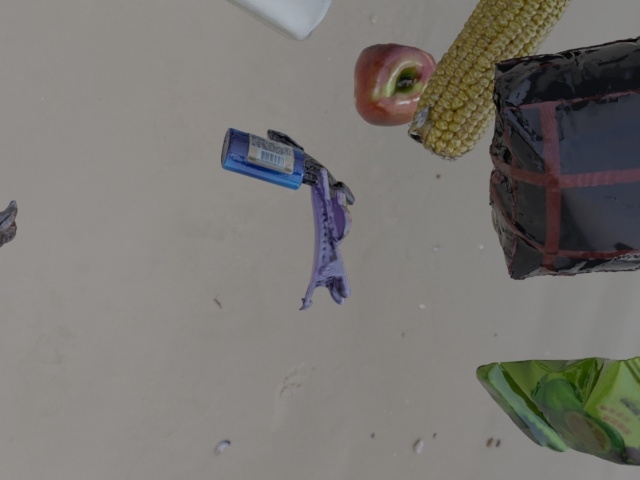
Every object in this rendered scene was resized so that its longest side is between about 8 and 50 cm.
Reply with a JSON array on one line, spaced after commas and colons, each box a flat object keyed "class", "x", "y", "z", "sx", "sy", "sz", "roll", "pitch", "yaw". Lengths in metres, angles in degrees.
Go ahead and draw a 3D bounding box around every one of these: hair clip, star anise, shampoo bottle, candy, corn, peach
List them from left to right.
[{"class": "star anise", "x": -0.392, "y": 0.002, "z": 0.577, "sx": 0.141, "sy": 0.141, "sz": 0.042, "roll": -33, "pitch": 93, "yaw": -17}, {"class": "candy", "x": -0.159, "y": -0.590, "z": 1.169, "sx": 0.358, "sy": 0.208, "sz": 0.145, "roll": 27, "pitch": 102, "yaw": -18}, {"class": "shampoo bottle", "x": -0.090, "y": -0.146, "z": 0.975, "sx": 0.182, "sy": 0.050, "sz": 0.087, "roll": 14, "pitch": 58, "yaw": -24}, {"class": "hair clip", "x": 0.014, "y": 0.005, "z": 0.993, "sx": 0.090, "sy": 0.137, "sz": 0.279, "roll": 9, "pitch": 64, "yaw": -9}, {"class": "peach", "x": 0.201, "y": -0.448, "z": 1.521, "sx": 0.248, "sy": 0.275, "sz": 0.245, "roll": 33, "pitch": 102, "yaw": -13}, {"class": "corn", "x": 0.206, "y": -0.232, "z": 0.625, "sx": 0.106, "sy": 0.106, "sz": 0.293, "roll": 16, "pitch": 116, "yaw": -30}, {"class": "candy", "x": 0.285, "y": 0.176, "z": 0.549, "sx": 0.069, "sy": 0.246, "sz": 0.149, "roll": -44, "pitch": 93, "yaw": -19}]

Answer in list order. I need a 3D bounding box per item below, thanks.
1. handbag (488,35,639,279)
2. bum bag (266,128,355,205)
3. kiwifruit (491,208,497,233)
[{"class": "handbag", "x": 0.240, "y": -0.068, "z": 0.479, "sx": 0.169, "sy": 0.155, "sz": 0.216, "roll": -6, "pitch": 129, "yaw": 14}, {"class": "bum bag", "x": -0.026, "y": -0.181, "z": 1.376, "sx": 0.074, "sy": 0.310, "sz": 0.137, "roll": -48, "pitch": 159, "yaw": -1}, {"class": "kiwifruit", "x": 0.342, "y": -0.043, "z": 0.937, "sx": 0.075, "sy": 0.075, "sz": 0.124, "roll": 67, "pitch": 28, "yaw": -25}]
